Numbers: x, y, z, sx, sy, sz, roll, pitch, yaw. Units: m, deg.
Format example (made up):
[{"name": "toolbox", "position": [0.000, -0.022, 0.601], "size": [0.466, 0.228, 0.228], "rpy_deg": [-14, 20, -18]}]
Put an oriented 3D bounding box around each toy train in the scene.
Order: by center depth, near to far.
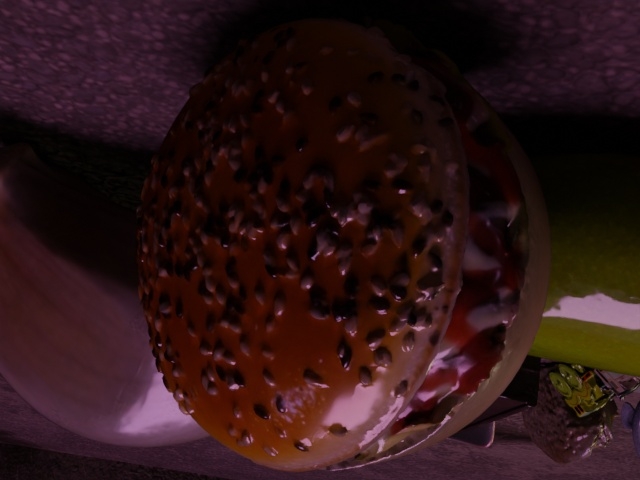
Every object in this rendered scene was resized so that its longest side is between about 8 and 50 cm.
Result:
[{"name": "toy train", "position": [0.317, 0.141, 1.162], "size": [0.085, 0.053, 0.250], "rpy_deg": [50, 167, 16]}]

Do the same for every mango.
[{"name": "mango", "position": [0.179, 0.012, 0.770], "size": [0.342, 0.156, 0.192], "rpy_deg": [9, 158, 10]}]

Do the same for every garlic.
[{"name": "garlic", "position": [-0.156, 0.048, 0.954], "size": [0.339, 0.246, 0.231], "rpy_deg": [14, -163, 11]}]

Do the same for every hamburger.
[{"name": "hamburger", "position": [0.000, 0.000, 0.655], "size": [0.300, 0.300, 0.176], "rpy_deg": [-9, 166, 42]}]

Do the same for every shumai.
[{"name": "shumai", "position": [0.338, 0.223, 1.361], "size": [0.116, 0.146, 0.145], "rpy_deg": [-6, 167, -25]}]

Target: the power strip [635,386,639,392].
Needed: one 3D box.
[{"name": "power strip", "position": [0.468, 0.156, 1.183], "size": [0.270, 0.046, 0.118], "rpy_deg": [9, 160, 4]}]

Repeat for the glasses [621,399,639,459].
[{"name": "glasses", "position": [0.479, 0.164, 1.089], "size": [0.268, 0.118, 0.234], "rpy_deg": [2, 137, -31]}]

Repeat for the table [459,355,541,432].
[{"name": "table", "position": [0.080, 0.063, 0.938], "size": [0.193, 0.169, 0.172], "rpy_deg": [13, 160, -10]}]

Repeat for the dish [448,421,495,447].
[{"name": "dish", "position": [0.116, 0.170, 1.290], "size": [0.212, 0.077, 0.151], "rpy_deg": [4, 124, 17]}]
